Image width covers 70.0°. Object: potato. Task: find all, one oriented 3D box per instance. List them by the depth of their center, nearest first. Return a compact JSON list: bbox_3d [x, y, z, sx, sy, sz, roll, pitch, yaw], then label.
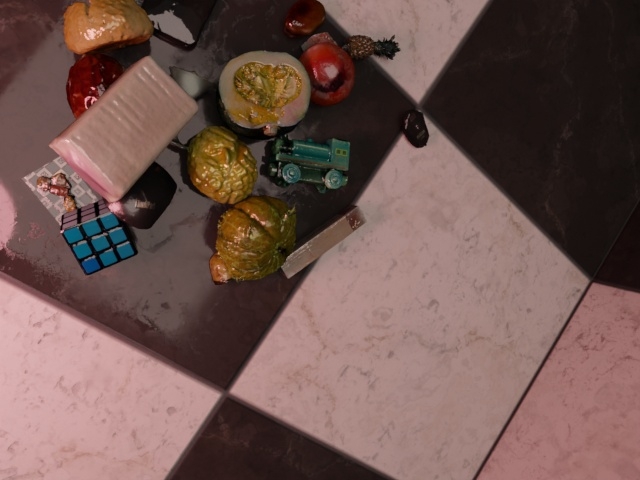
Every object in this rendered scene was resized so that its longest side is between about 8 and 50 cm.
[{"bbox_3d":[-0.340,0.091,1.588,0.096,0.066,0.103,-26,104,-20],"label":"potato"}]

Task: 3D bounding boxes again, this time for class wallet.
[{"bbox_3d":[-0.418,-0.809,1.437,0.197,0.051,0.377,21,89,-20],"label":"wallet"}]

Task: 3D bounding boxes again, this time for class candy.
[{"bbox_3d":[-0.511,-0.299,1.221,0.208,0.145,0.358,48,62,-31],"label":"candy"}]

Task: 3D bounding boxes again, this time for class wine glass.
[{"bbox_3d":[-0.436,-0.408,1.440,0.156,0.156,0.232,17,94,-23],"label":"wine glass"}]

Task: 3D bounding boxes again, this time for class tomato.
[{"bbox_3d":[0.016,-0.563,1.561,0.208,0.184,0.208,2,116,3],"label":"tomato"}]

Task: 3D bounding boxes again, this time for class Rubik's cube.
[{"bbox_3d":[-0.665,-0.018,1.379,0.160,0.163,0.162,-25,120,-17],"label":"Rubik's cube"}]

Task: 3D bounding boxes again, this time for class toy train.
[{"bbox_3d":[-0.039,-0.279,1.634,0.298,0.120,0.194,5,88,-22],"label":"toy train"}]

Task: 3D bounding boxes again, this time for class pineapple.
[{"bbox_3d":[0.181,-0.704,1.665,0.221,0.103,0.083,-8,100,-20],"label":"pineapple"}]

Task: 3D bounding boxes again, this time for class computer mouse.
[{"bbox_3d":[-0.529,-0.158,1.374,0.100,0.269,0.170,-35,119,25],"label":"computer mouse"},{"bbox_3d":[0.370,-0.441,1.805,0.099,0.057,0.172,-44,122,-13],"label":"computer mouse"}]

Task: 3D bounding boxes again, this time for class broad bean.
[{"bbox_3d":[-0.053,-0.765,1.573,0.114,0.084,0.165,41,75,-19],"label":"broad bean"}]

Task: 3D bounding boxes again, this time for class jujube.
[{"bbox_3d":[-0.629,-0.390,1.338,0.197,0.197,0.290,-13,103,-20],"label":"jujube"}]

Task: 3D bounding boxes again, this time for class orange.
[{"bbox_3d":[-0.213,-0.013,1.532,0.300,0.223,0.301,-43,149,-23],"label":"orange"}]

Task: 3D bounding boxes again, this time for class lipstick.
[{"bbox_3d":[0.000,0.000,1.705,0.371,0.076,0.080,-35,110,-14],"label":"lipstick"}]

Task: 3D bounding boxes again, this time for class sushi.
[{"bbox_3d":[-0.782,-0.142,1.395,0.139,0.031,0.201,-37,109,-14],"label":"sushi"}]

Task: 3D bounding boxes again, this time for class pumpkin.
[{"bbox_3d":[-0.193,-0.447,1.489,0.293,0.197,0.263,-4,84,-17],"label":"pumpkin"}]

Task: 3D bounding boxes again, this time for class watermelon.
[{"bbox_3d":[0.027,-0.679,1.619,0.180,0.094,0.081,16,88,-38],"label":"watermelon"}]

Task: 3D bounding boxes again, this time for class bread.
[{"bbox_3d":[-0.605,-0.616,1.298,0.244,0.244,0.134,-26,114,-17],"label":"bread"}]

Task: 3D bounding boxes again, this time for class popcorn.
[{"bbox_3d":[-0.318,-0.245,1.460,0.206,0.251,0.237,-48,125,6],"label":"popcorn"}]
